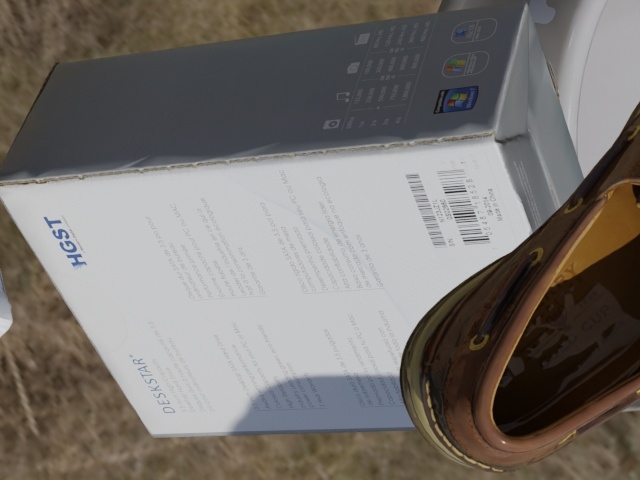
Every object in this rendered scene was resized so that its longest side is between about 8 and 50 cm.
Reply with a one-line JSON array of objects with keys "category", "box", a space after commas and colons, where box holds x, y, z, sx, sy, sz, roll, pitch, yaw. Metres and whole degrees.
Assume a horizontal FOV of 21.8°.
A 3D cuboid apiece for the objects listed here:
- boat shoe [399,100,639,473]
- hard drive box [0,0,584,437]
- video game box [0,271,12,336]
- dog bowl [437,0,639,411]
[{"category": "boat shoe", "box": [0.098, -0.003, 0.438, 0.178, 0.060, 0.064, -43, 95, -5]}, {"category": "hard drive box", "box": [0.000, 0.000, 0.754, 0.089, 0.232, 0.181, -73, 149, -41]}, {"category": "video game box", "box": [-0.224, 0.012, 0.706, 0.205, 0.187, 0.048, -40, 140, 26]}, {"category": "dog bowl", "box": [0.221, -0.060, 1.008, 0.348, 0.102, 0.349, -2, 93, -35]}]
